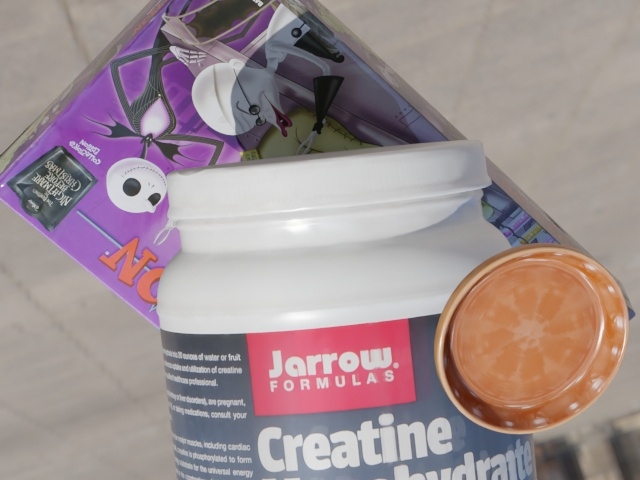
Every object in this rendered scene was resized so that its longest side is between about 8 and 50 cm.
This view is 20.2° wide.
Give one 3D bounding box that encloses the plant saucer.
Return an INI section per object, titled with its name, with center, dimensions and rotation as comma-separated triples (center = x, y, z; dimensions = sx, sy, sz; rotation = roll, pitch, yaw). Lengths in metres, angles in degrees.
[plant saucer]
center = 0.086, 0.040, 0.740
dimensions = 0.083, 0.083, 0.013
rotation = -17, -155, -10

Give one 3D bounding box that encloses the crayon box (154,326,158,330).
[crayon box]
center = -0.120, -0.022, 1.652
dimensions = 0.165, 0.081, 0.278
rotation = -38, -166, -3

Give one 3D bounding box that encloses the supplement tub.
[supplement tub]
center = 0.016, 0.090, 0.946
dimensions = 0.191, 0.272, 0.191
rotation = -6, -176, 0

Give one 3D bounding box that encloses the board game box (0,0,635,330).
[board game box]
center = 0.000, 0.000, 1.080
dimensions = 0.208, 0.347, 0.056
rotation = -43, -158, 18
